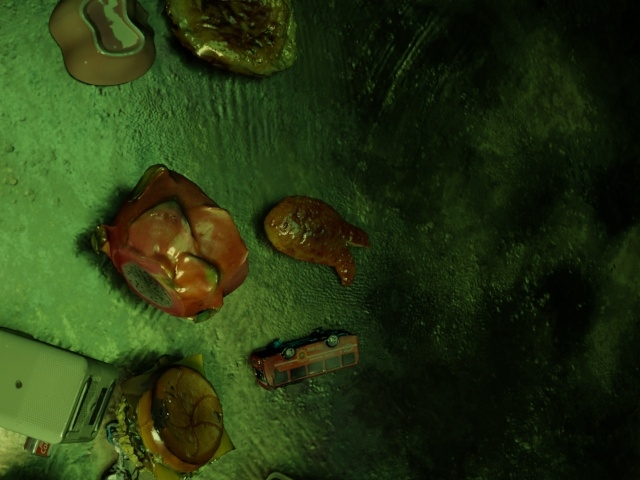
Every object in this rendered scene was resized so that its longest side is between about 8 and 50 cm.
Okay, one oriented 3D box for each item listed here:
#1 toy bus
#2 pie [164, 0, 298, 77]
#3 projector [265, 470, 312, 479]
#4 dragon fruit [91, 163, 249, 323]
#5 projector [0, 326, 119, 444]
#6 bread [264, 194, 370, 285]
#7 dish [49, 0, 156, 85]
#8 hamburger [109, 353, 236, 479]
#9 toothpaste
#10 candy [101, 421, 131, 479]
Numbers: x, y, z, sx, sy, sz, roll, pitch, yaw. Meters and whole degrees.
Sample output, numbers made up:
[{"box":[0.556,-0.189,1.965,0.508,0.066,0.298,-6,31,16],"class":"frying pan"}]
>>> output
[{"box":[-0.030,0.247,1.760,0.235,0.073,0.096,-13,100,-26],"class":"toy bus"},{"box":[-0.172,-0.480,1.715,0.308,0.085,0.308,2,86,-25],"class":"pie"},{"box":[0.012,0.622,1.662,0.249,0.249,0.248,20,79,-23],"class":"projector"},{"box":[-0.273,0.026,1.529,0.189,0.291,0.290,-45,106,-24],"class":"dragon fruit"},{"box":[-0.497,0.250,1.443,0.243,0.177,0.163,15,78,7],"class":"projector"},{"box":[0.001,-0.009,1.773,0.269,0.095,0.139,28,83,-26],"class":"bread"},{"box":[-0.405,-0.408,1.597,0.213,0.090,0.213,1,87,-25],"class":"dish"},{"box":[-0.289,0.341,1.560,0.262,0.139,0.243,-8,76,-57],"class":"hamburger"},{"box":[-0.496,0.301,1.550,0.040,0.047,0.196,25,77,-37],"class":"toothpaste"},{"box":[-0.396,0.463,1.589,0.094,0.051,0.226,11,81,-14],"class":"candy"}]
